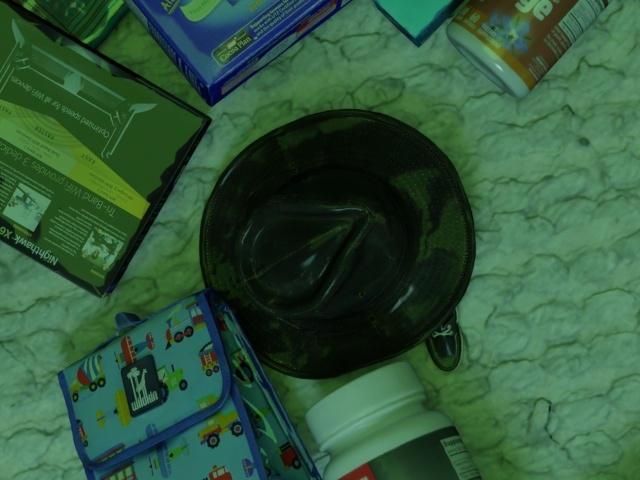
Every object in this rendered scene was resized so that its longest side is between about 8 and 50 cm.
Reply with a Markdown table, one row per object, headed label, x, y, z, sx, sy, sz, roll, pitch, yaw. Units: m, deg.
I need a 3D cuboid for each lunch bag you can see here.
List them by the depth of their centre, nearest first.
| label | x | y | z | sx | sy | sz | roll | pitch | yaw |
| --- | --- | --- | --- | --- | --- | --- | --- | --- | --- |
| lunch bag | -0.161 | 0.210 | 1.705 | 0.221 | 0.138 | 0.293 | -32 | 73 | 21 |

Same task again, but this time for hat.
| label | x | y | z | sx | sy | sz | roll | pitch | yaw |
| --- | --- | --- | --- | --- | --- | --- | --- | --- | --- |
| hat | 0.000 | 0.000 | 1.674 | 0.331 | 0.134 | 0.331 | -1 | 87 | 16 |

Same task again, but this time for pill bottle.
| label | x | y | z | sx | sy | sz | roll | pitch | yaw |
| --- | --- | --- | --- | --- | --- | --- | --- | --- | --- |
| pill bottle | 0.101 | 0.288 | 1.646 | 0.161 | 0.161 | 0.283 | -29 | 75 | 5 |
| pill bottle | 0.252 | -0.275 | 1.678 | 0.121 | 0.121 | 0.216 | 42 | 93 | 6 |

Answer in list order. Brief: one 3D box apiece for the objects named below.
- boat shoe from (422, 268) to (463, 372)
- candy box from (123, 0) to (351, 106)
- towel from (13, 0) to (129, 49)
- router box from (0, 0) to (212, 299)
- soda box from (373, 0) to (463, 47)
| label | x | y | z | sx | sy | sz | roll | pitch | yaw |
| --- | --- | --- | --- | --- | --- | --- | --- | --- | --- |
| boat shoe | 0.138 | 0.090 | 1.721 | 0.046 | 0.038 | 0.125 | -4 | 88 | 6 |
| candy box | -0.122 | -0.359 | 1.702 | 0.268 | 0.122 | 0.317 | -38 | 86 | -8 |
| towel | -0.403 | -0.275 | 1.795 | 0.271 | 0.040 | 0.370 | 41 | 93 | 7 |
| router box | -0.318 | -0.114 | 1.733 | 0.309 | 0.081 | 0.243 | 31 | 95 | -2 |
| soda box | 0.158 | -0.324 | 1.717 | 0.071 | 0.067 | 0.210 | 44 | 93 | 6 |
